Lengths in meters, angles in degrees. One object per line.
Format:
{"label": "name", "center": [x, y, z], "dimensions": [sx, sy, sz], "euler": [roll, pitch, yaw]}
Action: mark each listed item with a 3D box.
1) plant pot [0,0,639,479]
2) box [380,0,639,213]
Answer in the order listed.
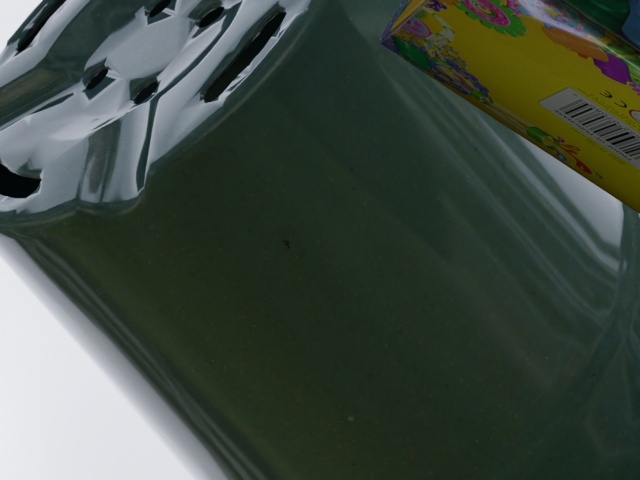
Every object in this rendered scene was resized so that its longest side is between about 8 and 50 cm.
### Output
{"label": "plant pot", "center": [0.000, 0.000, 0.919], "dimensions": [0.341, 0.341, 0.334], "euler": [-32, -54, 14]}
{"label": "box", "center": [0.228, -0.124, 0.635], "dimensions": [0.290, 0.177, 0.279], "euler": [33, -97, -6]}
